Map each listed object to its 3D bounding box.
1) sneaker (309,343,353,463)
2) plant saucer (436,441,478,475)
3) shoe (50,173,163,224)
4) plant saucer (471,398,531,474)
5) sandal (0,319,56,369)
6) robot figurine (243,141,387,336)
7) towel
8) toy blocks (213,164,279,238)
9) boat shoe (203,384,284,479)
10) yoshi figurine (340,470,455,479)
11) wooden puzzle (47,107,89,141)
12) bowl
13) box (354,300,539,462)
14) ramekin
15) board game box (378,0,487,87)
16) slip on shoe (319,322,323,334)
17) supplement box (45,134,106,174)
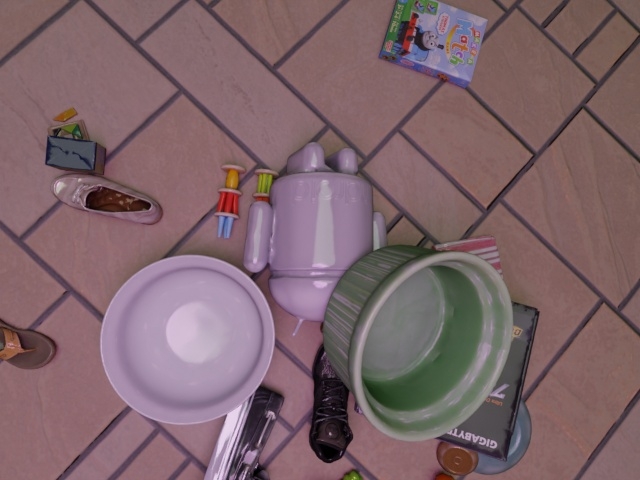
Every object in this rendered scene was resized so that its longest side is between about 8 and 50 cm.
[{"bbox_3d":[0.025,0.314,0.838,0.087,0.130,0.227,9,82,-8],"label":"sneaker"},{"bbox_3d":[0.282,0.450,0.893,0.084,0.015,0.083,2,98,16],"label":"plant saucer"},{"bbox_3d":[-0.425,-0.087,0.856,0.219,0.058,0.076,15,83,-5],"label":"shoe"},{"bbox_3d":[0.365,0.401,0.914,0.195,0.037,0.194,1,85,-7],"label":"plant saucer"},{"bbox_3d":[-0.595,0.190,0.816,0.180,0.049,0.072,28,82,-3],"label":"sandal"},{"bbox_3d":[0.000,0.000,0.826,0.300,0.200,0.353,2,85,-23],"label":"robot figurine"},{"bbox_3d":[0.328,0.095,0.945,0.144,0.029,0.196,-10,89,-7],"label":"towel"},{"bbox_3d":[-0.153,-0.073,0.889,0.123,0.054,0.148,7,84,-5],"label":"toy blocks"},{"bbox_3d":[-0.151,0.440,0.807,0.119,0.121,0.334,16,81,-1],"label":"boat shoe"},{"bbox_3d":[0.102,0.541,0.805,0.363,0.203,0.202,-9,70,-5],"label":"yoshi figurine"},{"bbox_3d":[-0.511,-0.208,0.880,0.079,0.014,0.116,-25,88,-8],"label":"wooden puzzle"},{"bbox_3d":[-0.236,0.175,0.816,0.298,0.134,0.297,1,85,-6],"label":"bowl"},{"bbox_3d":[0.246,0.237,0.862,0.296,0.073,0.293,16,80,10],"label":"box"},{"bbox_3d":[0.151,0.150,0.714,0.304,0.148,0.303,-6,104,-25],"label":"ramekin"},{"bbox_3d":[0.256,-0.457,0.980,0.212,0.039,0.160,17,83,-6],"label":"board game box"},{"bbox_3d":[0.050,0.147,0.901,0.135,0.052,0.041,-57,137,-19],"label":"slip on shoe"},{"bbox_3d":[-0.470,-0.163,0.838,0.084,0.083,0.056,6,91,-14],"label":"supplement box"}]
